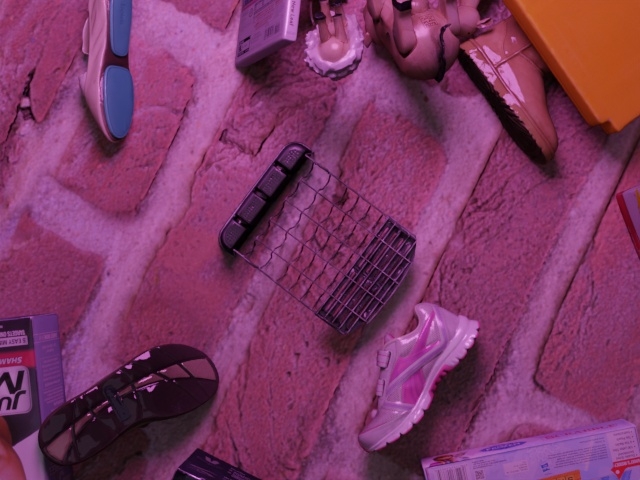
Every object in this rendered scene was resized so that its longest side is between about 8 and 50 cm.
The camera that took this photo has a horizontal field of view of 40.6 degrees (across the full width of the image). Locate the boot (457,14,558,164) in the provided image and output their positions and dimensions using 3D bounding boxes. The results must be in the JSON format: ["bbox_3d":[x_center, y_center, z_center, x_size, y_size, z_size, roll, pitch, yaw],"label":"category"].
[{"bbox_3d":[0.374,-0.280,1.297,0.269,0.089,0.236,-33,87,-1],"label":"boot"}]

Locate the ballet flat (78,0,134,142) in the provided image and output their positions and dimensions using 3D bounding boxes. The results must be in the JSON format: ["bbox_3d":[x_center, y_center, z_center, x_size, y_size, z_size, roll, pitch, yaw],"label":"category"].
[{"bbox_3d":[-0.334,-0.273,1.340,0.086,0.086,0.248,3,86,3],"label":"ballet flat"}]

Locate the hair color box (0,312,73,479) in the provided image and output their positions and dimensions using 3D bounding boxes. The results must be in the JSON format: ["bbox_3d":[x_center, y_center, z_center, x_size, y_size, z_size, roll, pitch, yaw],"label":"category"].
[{"bbox_3d":[-0.484,0.306,1.297,0.185,0.113,0.374,-6,88,2],"label":"hair color box"}]

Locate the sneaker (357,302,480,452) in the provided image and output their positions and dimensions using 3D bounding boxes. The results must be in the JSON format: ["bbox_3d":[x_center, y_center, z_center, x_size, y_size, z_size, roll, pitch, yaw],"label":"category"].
[{"bbox_3d":[0.125,0.197,1.288,0.111,0.103,0.252,35,83,7],"label":"sneaker"}]

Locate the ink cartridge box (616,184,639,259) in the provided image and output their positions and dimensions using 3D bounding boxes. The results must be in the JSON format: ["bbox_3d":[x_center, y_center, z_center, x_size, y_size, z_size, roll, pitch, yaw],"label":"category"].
[{"bbox_3d":[0.526,-0.038,1.234,0.128,0.176,0.127,-19,87,2],"label":"ink cartridge box"}]

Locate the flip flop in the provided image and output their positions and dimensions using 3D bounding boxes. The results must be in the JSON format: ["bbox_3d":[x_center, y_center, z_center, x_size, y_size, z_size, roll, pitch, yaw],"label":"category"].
[{"bbox_3d":[-0.284,0.244,1.290,0.277,0.080,0.112,-29,84,-21],"label":"flip flop"}]

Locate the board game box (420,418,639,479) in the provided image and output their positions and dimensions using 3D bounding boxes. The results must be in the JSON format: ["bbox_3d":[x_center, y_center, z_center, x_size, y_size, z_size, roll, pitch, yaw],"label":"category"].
[{"bbox_3d":[0.335,0.453,1.277,0.318,0.066,0.318,-11,87,2],"label":"board game box"}]

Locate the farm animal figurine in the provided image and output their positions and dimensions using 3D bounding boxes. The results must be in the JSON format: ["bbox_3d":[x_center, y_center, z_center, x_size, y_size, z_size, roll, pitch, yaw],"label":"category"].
[{"bbox_3d":[0.134,-0.338,1.259,0.330,0.172,0.327,-9,43,3],"label":"farm animal figurine"}]

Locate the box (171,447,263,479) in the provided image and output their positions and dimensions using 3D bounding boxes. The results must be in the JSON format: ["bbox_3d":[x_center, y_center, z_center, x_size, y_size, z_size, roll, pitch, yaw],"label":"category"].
[{"bbox_3d":[-0.142,0.387,1.255,0.156,0.158,0.093,25,88,4],"label":"box"}]

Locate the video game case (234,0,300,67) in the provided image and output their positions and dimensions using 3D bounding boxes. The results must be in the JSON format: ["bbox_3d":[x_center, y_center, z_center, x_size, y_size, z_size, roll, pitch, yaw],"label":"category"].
[{"bbox_3d":[-0.072,-0.366,1.265,0.023,0.212,0.193,7,88,-23],"label":"video game case"}]

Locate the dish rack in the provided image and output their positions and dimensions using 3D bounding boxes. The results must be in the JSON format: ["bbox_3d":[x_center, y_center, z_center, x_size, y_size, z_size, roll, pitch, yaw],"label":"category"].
[{"bbox_3d":[0.000,0.000,1.311,0.271,0.074,0.208,37,91,2],"label":"dish rack"}]

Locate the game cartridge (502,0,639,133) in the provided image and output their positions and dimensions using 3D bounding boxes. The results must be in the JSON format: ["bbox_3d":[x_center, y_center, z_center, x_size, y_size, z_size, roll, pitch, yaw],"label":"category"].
[{"bbox_3d":[0.451,-0.352,1.249,0.323,0.052,0.285,-37,97,-5],"label":"game cartridge"}]
